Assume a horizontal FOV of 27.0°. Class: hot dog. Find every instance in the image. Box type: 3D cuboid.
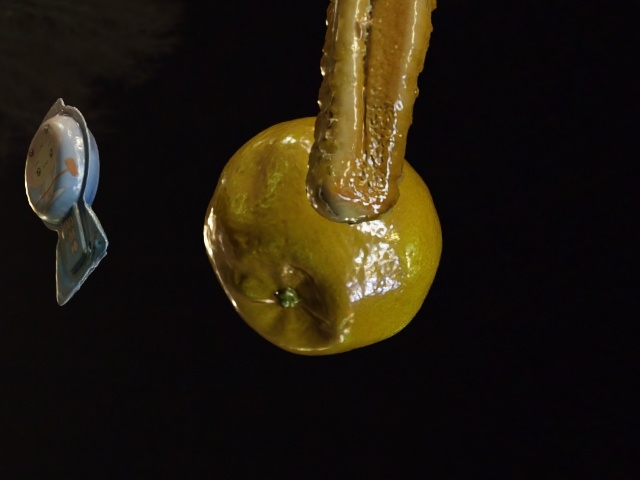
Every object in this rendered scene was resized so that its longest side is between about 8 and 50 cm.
[{"bbox_3d":[0.041,-0.147,1.025,0.068,0.083,0.288,111,-11,-74],"label":"hot dog"}]

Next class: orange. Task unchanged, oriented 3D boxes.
[{"bbox_3d":[0.000,0.000,1.511,0.279,0.235,0.279,23,-41,22],"label":"orange"}]

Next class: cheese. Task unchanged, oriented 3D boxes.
[{"bbox_3d":[-0.288,-0.055,1.506,0.135,0.052,0.244,-48,-133,38],"label":"cheese"}]
